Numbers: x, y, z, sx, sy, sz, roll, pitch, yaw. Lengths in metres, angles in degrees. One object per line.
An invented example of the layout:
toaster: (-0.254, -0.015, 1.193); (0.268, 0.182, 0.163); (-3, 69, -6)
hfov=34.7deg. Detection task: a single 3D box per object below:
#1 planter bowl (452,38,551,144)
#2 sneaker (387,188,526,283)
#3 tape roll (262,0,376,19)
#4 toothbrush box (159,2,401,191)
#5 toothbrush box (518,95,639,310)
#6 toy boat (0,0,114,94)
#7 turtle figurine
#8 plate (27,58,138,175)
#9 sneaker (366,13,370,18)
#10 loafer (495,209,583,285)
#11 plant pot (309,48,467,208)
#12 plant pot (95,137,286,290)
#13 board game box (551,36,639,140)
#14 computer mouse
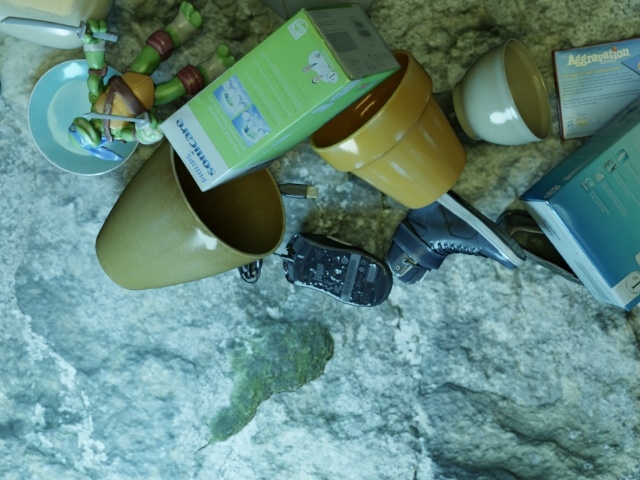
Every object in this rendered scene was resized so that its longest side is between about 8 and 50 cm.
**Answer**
planter bowl: (0.272, -0.215, 1.578); (0.109, 0.162, 0.162); (-19, 103, 32)
sneaker: (0.205, 0.022, 1.610); (0.086, 0.226, 0.163); (24, 104, -48)
tape roll: (-0.005, -0.454, 1.479); (0.246, 0.169, 0.246); (0, 84, 3)
toothbrush box: (-0.054, -0.206, 1.462); (0.283, 0.206, 0.122); (-35, 88, 28)
toothbrush box: (0.490, -0.073, 1.554); (0.295, 0.126, 0.216); (-40, 100, -3)
toy boat: (-0.478, -0.348, 1.572); (0.268, 0.148, 0.318); (27, 94, -10)
turtle figurine: (-0.268, -0.249, 1.513); (0.266, 0.198, 0.274); (-37, 139, -15)
plate: (-0.377, -0.198, 1.651); (0.188, 0.024, 0.188); (0, 102, 1)
sneaker: (-0.022, -0.283, 1.603); (0.090, 0.081, 0.232); (39, 101, 7)
loafer: (0.410, 0.025, 1.653); (0.268, 0.084, 0.096); (17, 102, -3)
plant pot: (0.119, -0.156, 1.575); (0.205, 0.205, 0.188); (-43, 114, 10)
plant pot: (-0.227, -0.027, 1.591); (0.254, 0.237, 0.237); (-30, 101, 30)
board game box: (0.515, -0.251, 1.619); (0.281, 0.027, 0.145); (-8, 104, 3)
computer mouse: (0.000, 0.000, 1.673); (0.262, 0.060, 0.184); (11, 107, 10)
